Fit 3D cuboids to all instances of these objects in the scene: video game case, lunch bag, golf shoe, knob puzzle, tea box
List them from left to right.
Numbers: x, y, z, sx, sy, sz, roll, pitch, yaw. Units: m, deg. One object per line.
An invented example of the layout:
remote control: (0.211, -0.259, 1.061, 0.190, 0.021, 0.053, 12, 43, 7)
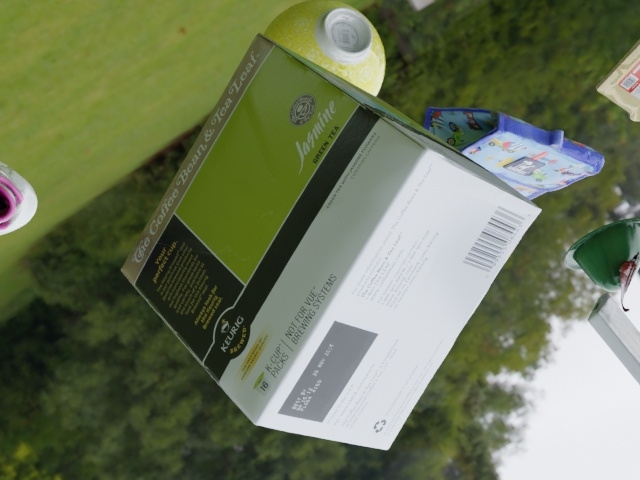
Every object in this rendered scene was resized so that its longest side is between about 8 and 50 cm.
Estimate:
golf shoe: (-0.420, -0.044, 1.422, 0.115, 0.140, 0.306, -68, 165, 1)
tea box: (0.000, 0.000, 1.276, 0.220, 0.323, 0.329, 21, 106, -46)
lunch bag: (0.337, -0.162, 2.011, 0.293, 0.221, 0.138, -10, -116, 64)
video game case: (0.538, 0.197, 1.923, 0.026, 0.227, 0.206, -40, 174, 19)
knob puzzle: (0.559, -0.269, 1.824, 0.213, 0.213, 0.030, -29, -140, 11)

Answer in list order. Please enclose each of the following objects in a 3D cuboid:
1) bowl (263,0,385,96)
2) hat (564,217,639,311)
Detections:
bowl: (0.029, -0.421, 2.505, 0.289, 0.289, 0.156, -34, 177, -30)
hat: (0.552, 0.079, 2.075, 0.209, 0.183, 0.173, -6, 149, -27)
